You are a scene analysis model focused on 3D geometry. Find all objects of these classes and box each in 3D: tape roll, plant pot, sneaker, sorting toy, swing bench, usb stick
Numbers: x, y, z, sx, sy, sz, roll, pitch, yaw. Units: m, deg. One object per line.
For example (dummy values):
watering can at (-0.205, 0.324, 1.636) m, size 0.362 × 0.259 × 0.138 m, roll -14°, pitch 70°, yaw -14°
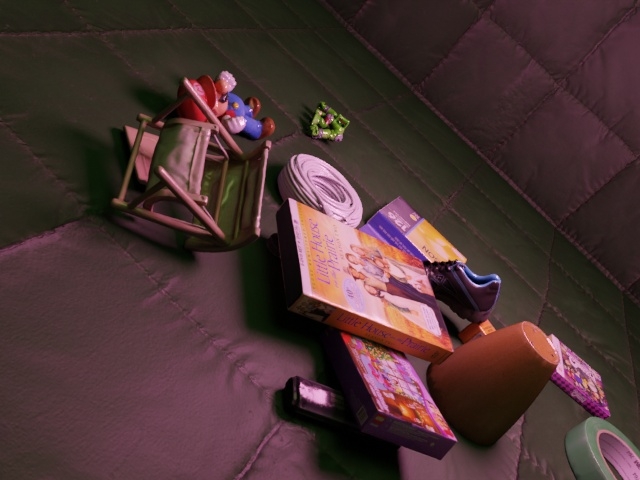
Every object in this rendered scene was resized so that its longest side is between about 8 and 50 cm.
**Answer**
tape roll at (0.804, 0.637, 1.703) m, size 0.321 × 0.077 × 0.321 m, roll 31°, pitch 31°, yaw -21°
plant pot at (0.420, 0.310, 1.480) m, size 0.237 × 0.254 × 0.237 m, roll 30°, pitch 30°, yaw -20°
sneaker at (0.321, 0.096, 1.714) m, size 0.341 × 0.140 × 0.125 m, roll 21°, pitch 29°, yaw -1°
sorting toy at (-0.336, -0.163, 1.404) m, size 0.193 × 0.038 × 0.208 m, roll 14°, pitch 35°, yaw -42°
swing bench at (-0.246, -0.134, 1.270) m, size 0.254 × 0.165 × 0.253 m, roll 35°, pitch 44°, yaw -35°
usb stick at (0.052, 0.330, 1.203) m, size 0.278 × 0.045 × 0.077 m, roll 27°, pitch 38°, yaw -27°

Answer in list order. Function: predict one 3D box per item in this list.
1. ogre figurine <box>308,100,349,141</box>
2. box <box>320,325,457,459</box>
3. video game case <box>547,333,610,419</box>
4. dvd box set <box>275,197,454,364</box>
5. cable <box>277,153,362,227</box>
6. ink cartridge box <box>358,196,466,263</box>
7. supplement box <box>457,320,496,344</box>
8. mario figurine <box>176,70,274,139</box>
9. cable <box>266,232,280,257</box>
ogre figurine at (0.028, -0.391, 2.117) m, size 0.118 × 0.097 × 0.197 m, roll 25°, pitch 19°, yaw -8°
box at (0.127, 0.290, 1.265) m, size 0.201 × 0.057 × 0.293 m, roll 28°, pitch 16°, yaw -27°
video game case at (0.824, 0.439, 2.039) m, size 0.232 × 0.042 × 0.210 m, roll 40°, pitch 29°, yaw -6°
dvd box set at (0.097, 0.092, 1.432) m, size 0.420 × 0.062 × 0.308 m, roll 24°, pitch 34°, yaw -28°
cable at (0.003, -0.123, 1.721) m, size 0.257 × 0.089 × 0.257 m, roll 49°, pitch 28°, yaw 13°
ink cartridge box at (0.289, 0.015, 1.918) m, size 0.303 × 0.072 × 0.307 m, roll 46°, pitch 26°, yaw 5°
supplement box at (0.483, 0.326, 1.725) m, size 0.078 × 0.080 × 0.233 m, roll -6°, pitch 56°, yaw -52°
mario figurine at (-0.234, -0.361, 1.651) m, size 0.198 × 0.170 × 0.320 m, roll 17°, pitch 7°, yaw 28°
cable at (0.000, 0.065, 1.519) m, size 0.287 × 0.072 × 0.139 m, roll 9°, pitch 50°, yaw -28°
